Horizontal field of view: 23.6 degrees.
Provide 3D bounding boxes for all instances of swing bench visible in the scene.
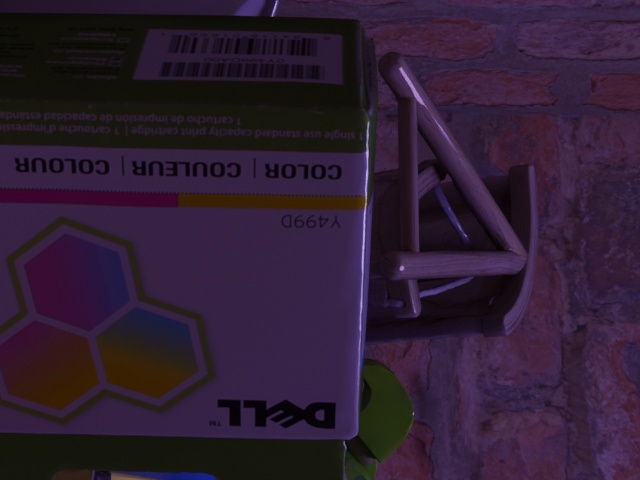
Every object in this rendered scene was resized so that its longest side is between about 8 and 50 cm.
[{"bbox_3d":[0.000,0.000,1.126,0.254,0.253,0.165,32,55,-56],"label":"swing bench"}]

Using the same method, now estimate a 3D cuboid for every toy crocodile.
[{"bbox_3d":[-0.046,0.244,1.412,0.105,0.340,0.115,49,12,-8],"label":"toy crocodile"}]

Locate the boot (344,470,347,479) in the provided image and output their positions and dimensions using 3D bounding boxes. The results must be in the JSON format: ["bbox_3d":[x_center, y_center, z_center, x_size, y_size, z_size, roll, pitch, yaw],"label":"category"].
[{"bbox_3d":[-0.068,0.254,1.224,0.095,0.203,0.262,50,-23,36],"label":"boot"}]

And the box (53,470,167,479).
[{"bbox_3d":[-0.072,0.162,0.812,0.232,0.087,0.058,22,66,-52],"label":"box"}]

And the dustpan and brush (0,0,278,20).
[{"bbox_3d":[-0.108,-0.061,0.645,0.147,0.211,0.060,46,7,36],"label":"dustpan and brush"}]

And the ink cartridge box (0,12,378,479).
[{"bbox_3d":[-0.076,0.048,0.585,0.097,0.188,0.255,-89,180,-64],"label":"ink cartridge box"}]

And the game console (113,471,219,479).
[{"bbox_3d":[-0.128,0.197,0.935,0.250,0.173,0.293,-23,-113,60],"label":"game console"}]
